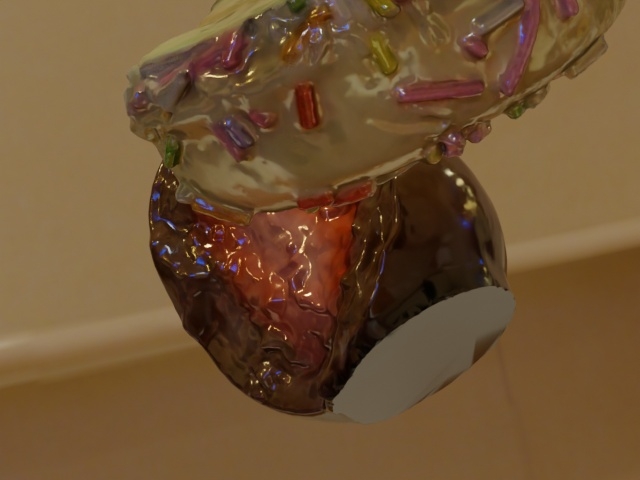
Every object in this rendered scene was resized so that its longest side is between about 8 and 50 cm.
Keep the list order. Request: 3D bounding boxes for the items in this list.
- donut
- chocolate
[{"bbox_3d":[0.034,-0.065,0.486,0.108,0.065,0.166,-11,22,48],"label":"donut"},{"bbox_3d":[0.000,0.000,0.668,0.124,0.133,0.127,-31,-21,-6],"label":"chocolate"}]
